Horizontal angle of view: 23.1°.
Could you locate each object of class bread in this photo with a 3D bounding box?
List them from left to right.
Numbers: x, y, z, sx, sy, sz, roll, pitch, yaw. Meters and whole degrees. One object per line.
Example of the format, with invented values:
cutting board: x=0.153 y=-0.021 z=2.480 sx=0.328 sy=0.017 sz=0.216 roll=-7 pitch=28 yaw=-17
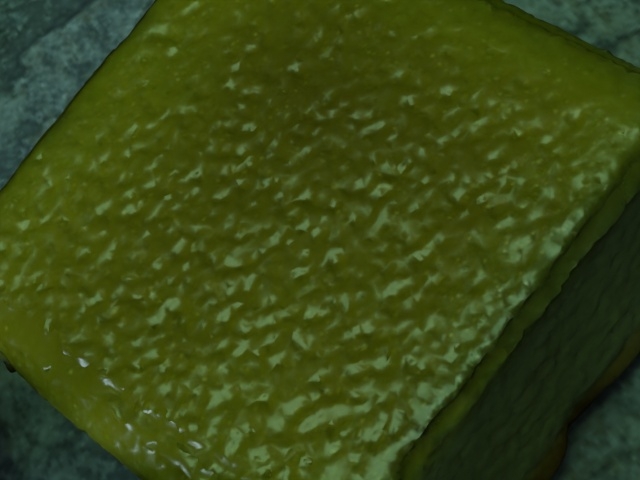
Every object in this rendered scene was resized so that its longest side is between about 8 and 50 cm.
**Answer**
bread: x=0.000 y=0.000 z=0.846 sx=0.333 sy=0.143 sz=0.323 roll=33 pitch=79 yaw=32
